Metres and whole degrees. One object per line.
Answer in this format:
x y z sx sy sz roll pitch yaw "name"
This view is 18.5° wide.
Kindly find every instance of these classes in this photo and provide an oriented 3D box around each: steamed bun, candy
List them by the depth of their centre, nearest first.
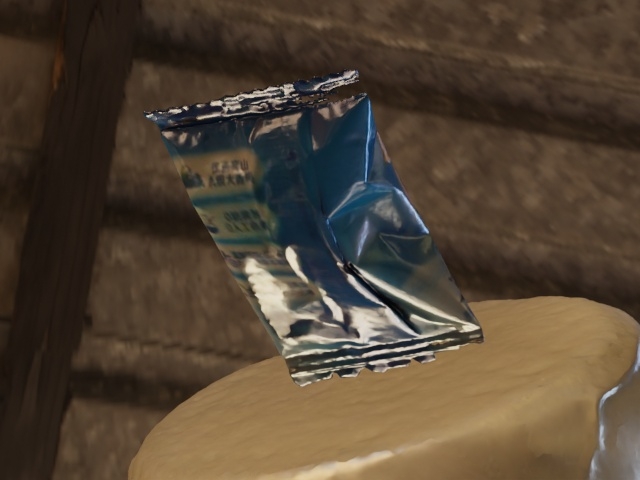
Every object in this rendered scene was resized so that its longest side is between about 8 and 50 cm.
0.001 0.000 0.715 0.088 0.038 0.136 -12 -57 26 "candy"
0.051 0.144 0.956 0.283 0.283 0.177 -16 -79 -3 "steamed bun"
